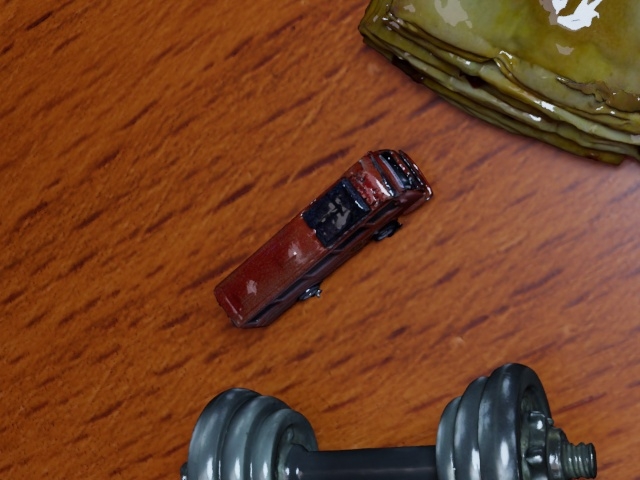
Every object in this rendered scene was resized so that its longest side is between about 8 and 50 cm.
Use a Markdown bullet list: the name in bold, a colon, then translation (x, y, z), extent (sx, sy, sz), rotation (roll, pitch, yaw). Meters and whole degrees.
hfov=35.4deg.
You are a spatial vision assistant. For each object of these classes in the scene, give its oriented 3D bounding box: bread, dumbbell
- **bread**: translation (0.200, -0.232, 0.875), extent (0.324, 0.167, 0.277), rotation (29, 101, 21)
- **dumbbell**: translation (0.050, 0.214, 0.934), extent (0.406, 0.179, 0.179), rotation (-8, 87, 23)

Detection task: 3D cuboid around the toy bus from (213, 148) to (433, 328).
- **toy bus**: translation (0.000, 0.000, 1.001), extent (0.235, 0.096, 0.073), rotation (-41, 78, 19)
